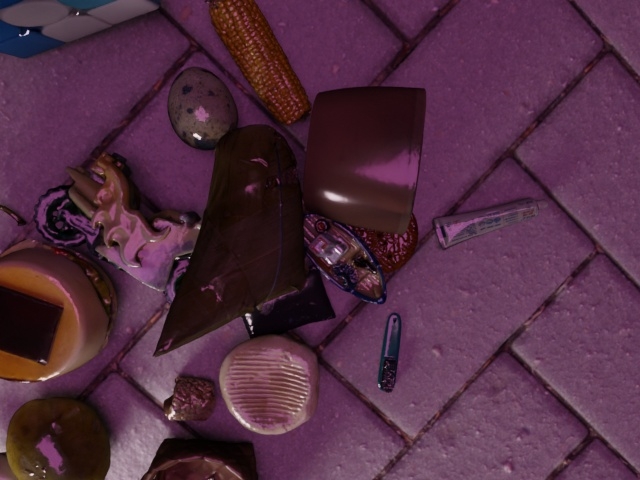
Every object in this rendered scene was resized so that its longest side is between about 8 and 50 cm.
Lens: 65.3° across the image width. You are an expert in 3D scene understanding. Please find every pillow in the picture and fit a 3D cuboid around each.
[{"bbox_3d":[-0.082,0.149,1.139,0.208,0.055,0.141,-20,104,-2],"label":"pillow"}]

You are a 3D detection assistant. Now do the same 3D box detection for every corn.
[{"bbox_3d":[-0.128,-0.386,1.055,0.115,0.115,0.318,-31,100,-1],"label":"corn"}]

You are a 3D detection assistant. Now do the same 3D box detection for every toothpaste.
[{"bbox_3d":[0.398,-0.049,1.162,0.268,0.047,0.069,-16,116,0],"label":"toothpaste"}]

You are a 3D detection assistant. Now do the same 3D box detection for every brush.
[{"bbox_3d":[0.168,0.270,1.184,0.043,0.032,0.194,6,97,-5],"label":"brush"}]

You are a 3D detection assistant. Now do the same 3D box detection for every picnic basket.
[{"bbox_3d":[-0.269,0.617,1.046,0.292,0.337,0.337,5,96,-5],"label":"picnic basket"}]

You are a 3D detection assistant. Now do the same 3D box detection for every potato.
[{"bbox_3d":[-0.566,0.454,1.084,0.197,0.148,0.229,-5,87,-9],"label":"potato"}]

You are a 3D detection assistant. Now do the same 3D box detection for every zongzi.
[{"bbox_3d":[-0.174,-0.024,0.911,0.174,0.393,0.356,3,105,31],"label":"zongzi"}]

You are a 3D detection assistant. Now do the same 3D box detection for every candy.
[{"bbox_3d":[-0.296,0.362,1.138,0.110,0.085,0.095,18,103,-17],"label":"candy"}]

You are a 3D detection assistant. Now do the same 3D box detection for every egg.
[{"bbox_3d":[-0.247,-0.275,1.040,0.141,0.141,0.182,-18,78,-2],"label":"egg"}]

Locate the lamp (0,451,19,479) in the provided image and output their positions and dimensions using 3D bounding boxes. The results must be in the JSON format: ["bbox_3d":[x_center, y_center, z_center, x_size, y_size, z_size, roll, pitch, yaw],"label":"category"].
[{"bbox_3d":[-0.667,0.541,1.112,0.250,0.101,0.101,42,92,-12],"label":"lamp"}]

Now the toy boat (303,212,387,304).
[{"bbox_3d":[0.046,0.039,1.086,0.262,0.115,0.114,42,106,-6],"label":"toy boat"}]

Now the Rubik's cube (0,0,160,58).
[{"bbox_3d":[-0.540,-0.555,0.853,0.346,0.346,0.344,-16,97,11],"label":"Rubik's cube"}]

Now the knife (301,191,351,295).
[{"bbox_3d":[0.000,0.000,1.150,0.047,0.017,0.298,-32,101,2],"label":"knife"}]

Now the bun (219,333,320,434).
[{"bbox_3d":[-0.109,0.314,1.116,0.231,0.133,0.231,0,89,-1],"label":"bun"}]

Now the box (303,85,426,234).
[{"bbox_3d":[0.086,-0.169,1.014,0.216,0.301,0.301,9,95,4],"label":"box"}]

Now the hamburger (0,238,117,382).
[{"bbox_3d":[-0.581,0.152,1.045,0.301,0.170,0.302,0,98,-1],"label":"hamburger"}]

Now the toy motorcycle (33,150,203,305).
[{"bbox_3d":[-0.362,-0.021,1.038,0.410,0.168,0.237,30,82,-12],"label":"toy motorcycle"}]

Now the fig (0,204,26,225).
[{"bbox_3d":[-0.746,-0.072,1.044,0.236,0.124,0.124,10,95,-20],"label":"fig"}]

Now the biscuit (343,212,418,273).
[{"bbox_3d":[0.135,-0.015,1.153,0.187,0.027,0.188,0,96,-4],"label":"biscuit"}]
